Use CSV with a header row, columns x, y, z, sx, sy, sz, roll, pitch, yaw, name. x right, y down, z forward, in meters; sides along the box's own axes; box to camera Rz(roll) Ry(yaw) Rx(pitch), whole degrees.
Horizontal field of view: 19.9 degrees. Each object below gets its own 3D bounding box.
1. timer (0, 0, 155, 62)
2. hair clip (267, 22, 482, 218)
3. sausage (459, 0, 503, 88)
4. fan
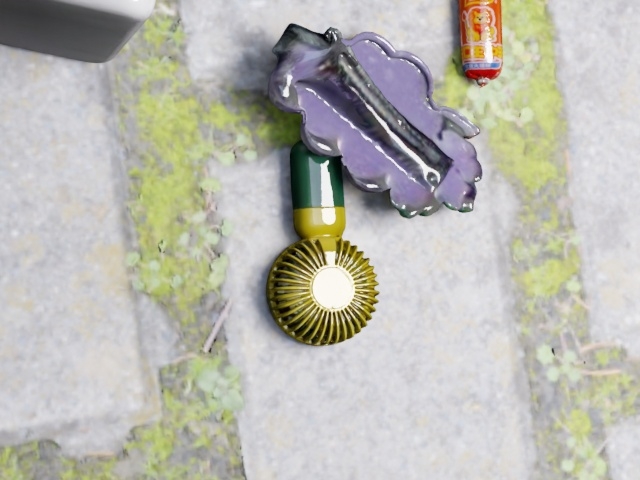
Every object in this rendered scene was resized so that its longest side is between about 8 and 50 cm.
x,y,z,sx,sy,sz,roll,pitch,yaw,name
-0.204,-0.243,1.227,0.194,0.192,0.195,10,83,-14,timer
0.049,-0.095,1.345,0.195,0.052,0.124,40,63,-16,hair clip
0.122,-0.180,1.393,0.034,0.034,0.129,1,85,-15,sausage
0.000,0.000,1.343,0.082,0.039,0.155,-4,85,-15,fan
